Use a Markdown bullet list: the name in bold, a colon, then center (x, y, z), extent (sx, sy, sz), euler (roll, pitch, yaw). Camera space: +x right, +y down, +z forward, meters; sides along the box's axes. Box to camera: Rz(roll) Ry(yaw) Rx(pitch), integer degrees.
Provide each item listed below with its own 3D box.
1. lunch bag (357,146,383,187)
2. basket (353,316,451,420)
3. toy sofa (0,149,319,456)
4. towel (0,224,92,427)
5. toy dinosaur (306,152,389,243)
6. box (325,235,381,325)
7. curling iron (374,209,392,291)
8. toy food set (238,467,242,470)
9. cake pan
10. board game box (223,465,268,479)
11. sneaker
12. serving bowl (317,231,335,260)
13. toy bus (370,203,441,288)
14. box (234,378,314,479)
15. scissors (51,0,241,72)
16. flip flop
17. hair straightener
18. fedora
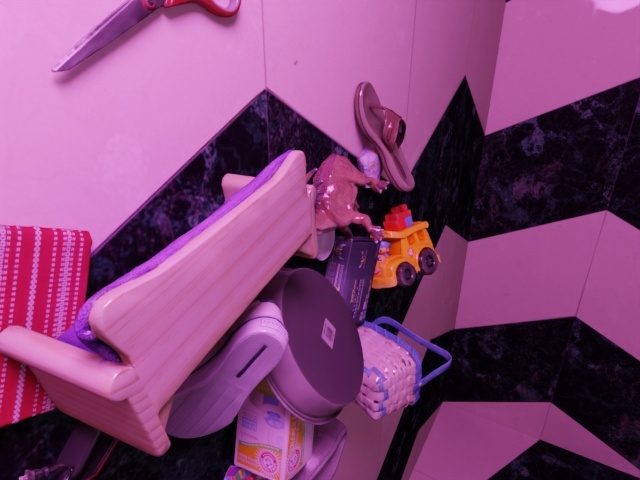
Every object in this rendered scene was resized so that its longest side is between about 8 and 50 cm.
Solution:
- **lunch bag**: center (0.119, -0.179, 1.002), extent (0.071, 0.053, 0.083), euler (74, 28, -42)
- **basket**: center (0.175, 0.324, 1.126), extent (0.289, 0.255, 0.200), euler (-25, 123, -33)
- **toy sofa**: center (-0.145, 0.026, 0.480), extent (0.362, 0.151, 0.176), euler (-52, 144, -47)
- **towel**: center (-0.328, 0.082, 0.330), extent (0.275, 0.031, 0.198), euler (2, 98, -63)
- **toy dinosaur**: center (0.020, -0.098, 0.805), extent (0.200, 0.127, 0.295), euler (36, 46, -23)
- **box**: center (0.074, 0.104, 1.035), extent (0.184, 0.059, 0.232), euler (2, 99, -60)
- **curling iron**: center (0.207, 0.026, 1.274), extent (0.068, 0.035, 0.273), euler (15, 92, -44)
- **toy food set**: center (-0.135, 0.422, 0.841), extent (0.122, 0.019, 0.077), euler (-52, 144, -51)
- **cake pan**: center (-0.009, 0.176, 0.754), extent (0.293, 0.054, 0.293), euler (44, 31, -36)
- **board game box**: center (-0.115, 0.478, 0.748), extent (0.168, 0.033, 0.133), euler (45, 24, -51)
- **sneaker**: center (-0.134, 0.185, 0.588), extent (0.094, 0.258, 0.091), euler (40, 19, -19)
- **serving bowl**: center (0.000, 0.000, 0.889), extent (0.083, 0.027, 0.083), euler (-33, 130, -51)
- **toy bus**: center (0.211, 0.013, 1.162), extent (0.221, 0.150, 0.211), euler (-23, 103, -35)
- **box**: center (-0.080, 0.319, 0.772), extent (0.103, 0.114, 0.202), euler (0, 96, -62)
- **scissors**: center (-0.183, -0.280, 0.451), extent (0.297, 0.021, 0.108), euler (-48, 143, -40)
- **flip flop**: center (0.165, -0.242, 0.958), extent (0.112, 0.080, 0.276), euler (-43, 109, -48)
- **hair straightener**: center (-0.302, 0.267, 0.454), extent (0.230, 0.047, 0.089), euler (-58, 147, -22)
- **fedora**: center (-0.023, 0.478, 0.938), extent (0.275, 0.125, 0.243), euler (-35, 137, -52)
